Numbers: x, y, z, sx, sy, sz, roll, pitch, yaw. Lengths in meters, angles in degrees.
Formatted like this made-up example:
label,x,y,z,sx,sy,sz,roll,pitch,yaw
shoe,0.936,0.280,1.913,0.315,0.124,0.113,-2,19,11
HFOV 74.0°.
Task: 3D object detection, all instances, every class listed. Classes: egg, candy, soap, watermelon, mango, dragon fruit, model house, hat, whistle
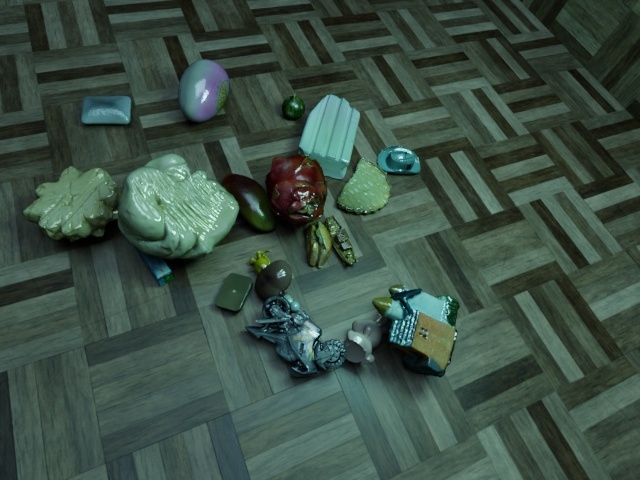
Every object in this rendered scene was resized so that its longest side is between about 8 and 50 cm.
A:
label,x,y,z,sx,sy,sz,roll,pitch,yaw
egg,-0.470,-0.594,1.699,0.196,0.196,0.271,22,73,3
candy,-0.831,-0.508,1.651,0.174,0.071,0.138,-5,62,-12
soap,0.037,-0.434,1.738,0.208,0.115,0.347,15,59,-2
watermelon,-0.114,-0.561,1.790,0.109,0.109,0.109,4,60,-8
mango,-0.251,-0.144,1.526,0.267,0.111,0.133,50,45,11
dragon fruit,-0.083,-0.186,1.500,0.250,0.250,0.315,6,61,-7
model house,0.261,0.240,1.299,0.291,0.184,0.253,32,66,-20
hat,0.335,-0.339,1.758,0.191,0.078,0.138,4,58,-8
whistle,-0.103,0.201,1.394,0.100,0.035,0.035,37,60,27

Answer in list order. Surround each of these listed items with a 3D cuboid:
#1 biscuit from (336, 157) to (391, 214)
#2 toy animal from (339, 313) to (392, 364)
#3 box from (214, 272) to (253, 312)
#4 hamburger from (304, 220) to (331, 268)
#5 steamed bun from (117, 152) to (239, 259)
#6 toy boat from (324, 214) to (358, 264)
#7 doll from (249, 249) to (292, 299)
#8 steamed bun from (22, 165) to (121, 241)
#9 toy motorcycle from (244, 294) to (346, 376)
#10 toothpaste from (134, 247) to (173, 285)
label,x,y,z,sx,sy,sz,roll,pitch,yaw
biscuit,0.186,-0.197,1.675,0.187,0.036,0.273,28,59,7
toy animal,0.147,0.297,1.354,0.124,0.124,0.212,40,40,13
box,-0.277,0.170,1.374,0.091,0.031,0.126,11,57,14
hamburger,0.002,0.001,1.493,0.087,0.102,0.176,9,58,-19
steamed bun,-0.472,-0.091,1.371,0.339,0.247,0.352,42,48,-18
toy boat,0.076,-0.002,1.523,0.064,0.072,0.206,-19,65,-19
doll,-0.160,0.107,1.395,0.145,0.096,0.188,-28,57,21
steamed bun,-0.789,-0.110,1.387,0.295,0.137,0.292,-28,60,-11
toy motorcycle,-0.077,0.305,1.290,0.307,0.108,0.173,35,85,14
toothpaste,-0.574,0.028,1.393,0.050,0.065,0.266,-32,70,-24
